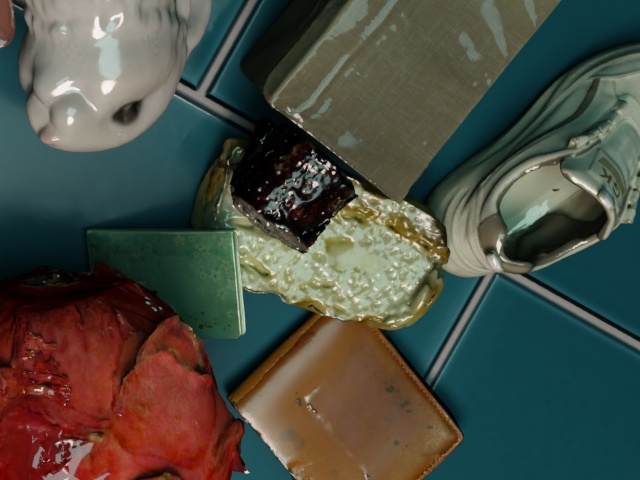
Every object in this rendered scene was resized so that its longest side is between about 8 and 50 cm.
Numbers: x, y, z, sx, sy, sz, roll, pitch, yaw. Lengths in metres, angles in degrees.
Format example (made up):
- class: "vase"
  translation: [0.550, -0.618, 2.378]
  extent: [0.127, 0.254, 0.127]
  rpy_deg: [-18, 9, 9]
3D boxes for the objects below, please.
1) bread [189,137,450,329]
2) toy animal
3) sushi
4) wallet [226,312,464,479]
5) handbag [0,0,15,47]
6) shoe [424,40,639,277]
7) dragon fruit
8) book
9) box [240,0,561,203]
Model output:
- class: "bread"
  translation: [0.000, 0.000, 1.458]
  extent: [0.232, 0.088, 0.128]
  rpy_deg: [19, 87, -11]
- class: "toy animal"
  translation: [-0.179, -0.254, 1.275]
  extent: [0.194, 0.258, 0.357]
  rpy_deg: [-1, 119, 8]
- class: "sushi"
  translation: [-0.028, -0.044, 1.367]
  extent: [0.098, 0.094, 0.084]
  rpy_deg: [39, 88, -12]
- class: "wallet"
  translation: [0.024, 0.163, 1.527]
  extent: [0.161, 0.042, 0.195]
  rpy_deg: [-44, 107, -11]
- class: "handbag"
  translation: [-0.339, -0.242, 1.304]
  extent: [0.157, 0.059, 0.212]
  rpy_deg: [-15, 107, -14]
- class: "shoe"
  translation: [0.243, -0.065, 1.482]
  extent: [0.316, 0.159, 0.124]
  rpy_deg: [-38, 110, -3]
- class: "dragon fruit"
  translation: [-0.211, 0.173, 1.323]
  extent: [0.296, 0.295, 0.301]
  rpy_deg: [-2, 101, -18]
- class: "book"
  translation: [-0.134, 0.040, 1.421]
  extent: [0.135, 0.017, 0.103]
  rpy_deg: [0, 105, 15]
- class: "box"
  translation: [0.064, -0.180, 1.386]
  extent: [0.155, 0.149, 0.231]
  rpy_deg: [35, 97, -20]
